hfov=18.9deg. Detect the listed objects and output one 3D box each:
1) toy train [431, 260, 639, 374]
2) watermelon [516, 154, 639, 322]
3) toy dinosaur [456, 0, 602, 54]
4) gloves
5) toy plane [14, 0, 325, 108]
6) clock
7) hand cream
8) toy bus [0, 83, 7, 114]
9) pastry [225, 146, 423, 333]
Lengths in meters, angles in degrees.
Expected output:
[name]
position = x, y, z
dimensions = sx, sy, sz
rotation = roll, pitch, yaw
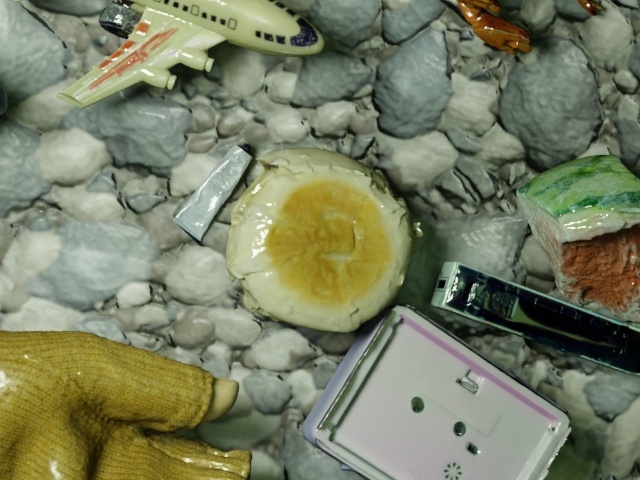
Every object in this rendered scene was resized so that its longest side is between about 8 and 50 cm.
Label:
[toy train]
position = 0.199, 0.071, 1.672
dimensions = 0.207, 0.047, 0.043
rotation = 20, 86, -13
[watermelon]
position = 0.234, -0.008, 1.687
dimensions = 0.098, 0.121, 0.158
rotation = -18, 138, 1
[toy dinosaur]
position = 0.151, -0.278, 1.643
dimensions = 0.432, 0.097, 0.208
rotation = 28, 69, -15
[gloves]
position = -0.192, 0.174, 1.521
dimensions = 0.356, 0.155, 0.203
rotation = 21, 75, -8
[toy plane]
position = -0.119, -0.205, 1.572
dimensions = 0.256, 0.104, 0.242
rotation = 23, 81, -12
[clock]
position = 0.099, 0.161, 1.633
dimensions = 0.193, 0.073, 0.145
rotation = 34, 82, -11
[hand cream]
position = -0.087, -0.043, 1.624
dimensions = 0.030, 0.019, 0.093
rotation = 37, 88, -12
[toy bus]
position = -0.406, -0.051, 1.501
dimensions = 0.329, 0.109, 0.136
rotation = -40, 88, -11
[pastry]
position = 0.000, 0.000, 1.606
dimensions = 0.165, 0.088, 0.166
rotation = 1, 88, -15
